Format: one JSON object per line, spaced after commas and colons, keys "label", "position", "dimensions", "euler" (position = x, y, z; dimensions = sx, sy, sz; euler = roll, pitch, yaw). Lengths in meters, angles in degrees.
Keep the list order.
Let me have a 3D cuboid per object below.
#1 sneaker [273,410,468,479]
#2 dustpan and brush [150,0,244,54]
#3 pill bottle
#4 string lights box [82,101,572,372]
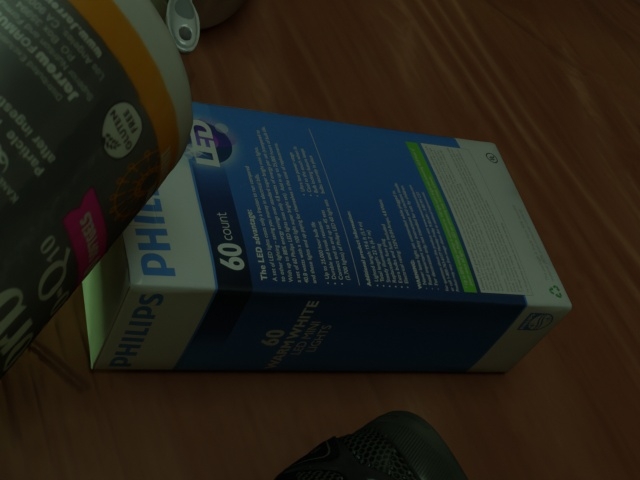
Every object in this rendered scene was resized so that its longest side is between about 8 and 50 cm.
{"label": "sneaker", "position": [0.043, 0.185, 0.394], "dimensions": [0.130, 0.087, 0.227], "euler": [-14, 57, -36]}
{"label": "dustpan and brush", "position": [-0.101, -0.179, 0.655], "dimensions": [0.147, 0.060, 0.211], "euler": [12, 47, -21]}
{"label": "pill bottle", "position": [-0.182, 0.005, 0.339], "dimensions": [0.162, 0.162, 0.278], "euler": [33, 60, 1]}
{"label": "string lights box", "position": [0.000, 0.000, 0.540], "dimensions": [0.259, 0.077, 0.133], "euler": [5, 49, -27]}
